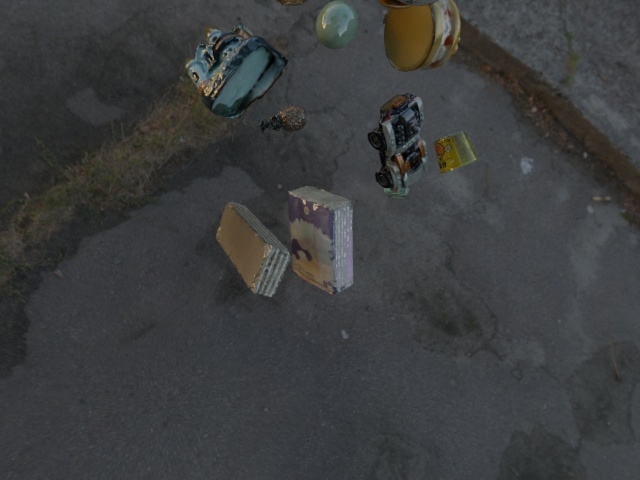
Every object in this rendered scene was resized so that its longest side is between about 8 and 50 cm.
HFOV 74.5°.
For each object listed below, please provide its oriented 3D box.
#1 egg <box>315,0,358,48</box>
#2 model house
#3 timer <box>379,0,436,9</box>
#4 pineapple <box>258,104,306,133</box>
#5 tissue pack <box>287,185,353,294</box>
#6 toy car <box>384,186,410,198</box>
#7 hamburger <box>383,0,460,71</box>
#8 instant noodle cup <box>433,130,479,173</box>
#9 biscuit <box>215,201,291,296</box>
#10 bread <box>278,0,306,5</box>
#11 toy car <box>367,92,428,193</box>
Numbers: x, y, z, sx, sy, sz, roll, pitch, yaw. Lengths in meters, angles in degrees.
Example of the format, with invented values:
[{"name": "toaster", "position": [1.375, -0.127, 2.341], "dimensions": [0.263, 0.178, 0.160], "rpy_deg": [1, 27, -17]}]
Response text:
[{"name": "egg", "position": [0.059, -0.766, 1.500], "dimensions": [0.149, 0.149, 0.192], "rpy_deg": [27, 59, -8]}, {"name": "model house", "position": [-0.285, -0.542, 1.243], "dimensions": [0.291, 0.253, 0.184], "rpy_deg": [53, 21, 18]}, {"name": "timer", "position": [0.227, -0.646, 0.905], "dimensions": [0.233, 0.240, 0.233], "rpy_deg": [-2, 96, -16]}, {"name": "pineapple", "position": [-0.162, -0.493, 1.729], "dimensions": [0.197, 0.108, 0.108], "rpy_deg": [-16, 76, -17]}, {"name": "tissue pack", "position": [0.000, 0.000, 1.499], "dimensions": [0.125, 0.344, 0.242], "rpy_deg": [-24, 35, -38]}, {"name": "toy car", "position": [0.306, -0.252, 1.570], "dimensions": [0.076, 0.090, 0.224], "rpy_deg": [53, 48, -47]}, {"name": "hamburger", "position": [0.368, -0.764, 1.493], "dimensions": [0.186, 0.261, 0.303], "rpy_deg": [-22, 118, -27]}, {"name": "instant noodle cup", "position": [0.587, -0.391, 1.851], "dimensions": [0.182, 0.182, 0.144], "rpy_deg": [-23, 95, -26]}, {"name": "biscuit", "position": [-0.211, 0.010, 1.211], "dimensions": [0.078, 0.426, 0.144], "rpy_deg": [18, 102, -31]}, {"name": "bread", "position": [-0.123, -1.015, 1.626], "dimensions": [0.199, 0.199, 0.104], "rpy_deg": [-31, 53, -28]}, {"name": "toy car", "position": [0.244, -0.290, 1.271], "dimensions": [0.193, 0.301, 0.118], "rpy_deg": [-40, 52, -19]}]
